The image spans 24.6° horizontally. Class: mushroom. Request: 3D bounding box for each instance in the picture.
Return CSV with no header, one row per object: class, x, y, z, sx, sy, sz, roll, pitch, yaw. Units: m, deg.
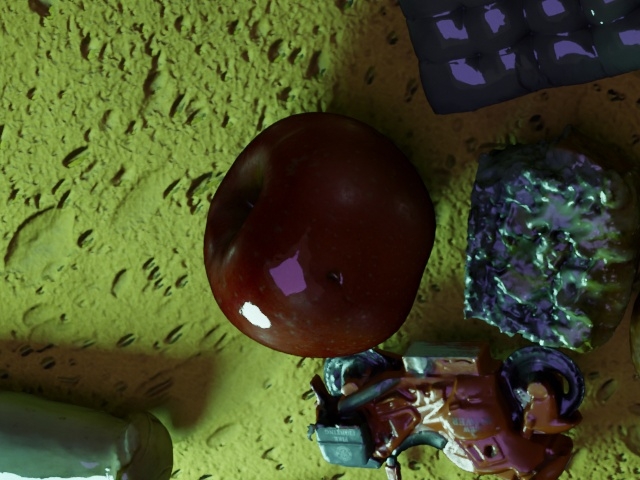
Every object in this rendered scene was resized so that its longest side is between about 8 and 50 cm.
mushroom,-0.380,0.271,1.898,0.407,0.137,0.154,7,104,24

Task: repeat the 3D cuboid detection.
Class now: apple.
apple,0.000,0.000,1.559,0.216,0.260,0.260,25,123,-21

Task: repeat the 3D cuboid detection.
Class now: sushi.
sushi,0.242,0.012,1.541,0.184,0.139,0.274,12,116,16

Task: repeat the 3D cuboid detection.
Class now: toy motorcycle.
toy motorcycle,0.150,0.217,1.675,0.326,0.148,0.221,-1,112,25

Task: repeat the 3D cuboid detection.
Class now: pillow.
pillow,0.232,-0.261,1.441,0.326,0.101,0.228,-9,112,25

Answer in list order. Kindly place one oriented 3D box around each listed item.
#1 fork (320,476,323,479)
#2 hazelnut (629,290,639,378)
fork,-0.093,0.338,1.880,0.219,0.034,0.028,-15,100,25
hazelnut,0.395,0.096,1.530,0.154,0.143,0.143,-22,105,26
